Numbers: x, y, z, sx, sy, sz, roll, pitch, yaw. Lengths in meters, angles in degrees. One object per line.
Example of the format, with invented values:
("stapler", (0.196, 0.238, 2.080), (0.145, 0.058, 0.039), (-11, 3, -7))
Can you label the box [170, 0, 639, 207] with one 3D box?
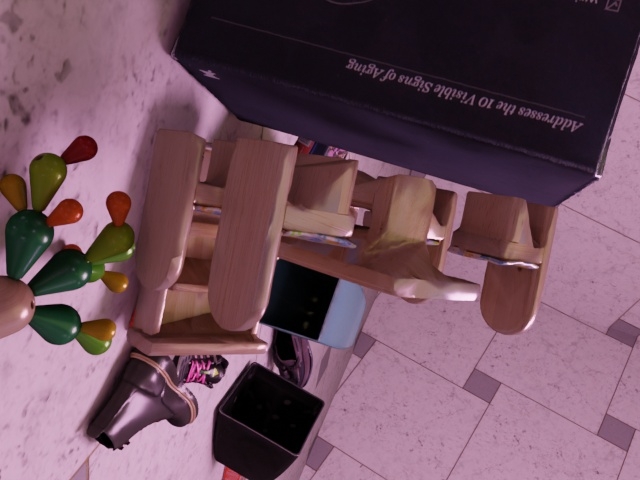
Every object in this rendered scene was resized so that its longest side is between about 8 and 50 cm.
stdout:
("box", (0.145, -0.340, 0.860), (0.297, 0.479, 0.472), (35, 73, -80))

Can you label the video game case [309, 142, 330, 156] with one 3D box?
("video game case", (-0.058, -0.061, 1.163), (0.196, 0.026, 0.274), (-62, -172, -8))

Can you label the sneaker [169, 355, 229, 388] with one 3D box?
("sneaker", (-0.192, 0.201, 1.107), (0.170, 0.074, 0.063), (18, 90, -79))

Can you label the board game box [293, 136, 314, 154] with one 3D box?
("board game box", (-0.086, -0.052, 1.109), (0.145, 0.027, 0.281), (-64, -173, -32))

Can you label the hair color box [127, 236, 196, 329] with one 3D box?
("hair color box", (-0.191, 0.048, 0.938), (0.093, 0.053, 0.167), (25, 82, -78))

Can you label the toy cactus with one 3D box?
("toy cactus", (-0.244, 0.028, 0.604), (0.180, 0.112, 0.219), (-36, 149, -40))

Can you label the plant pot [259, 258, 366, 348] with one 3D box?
("plant pot", (0.002, 0.150, 1.558), (0.234, 0.165, 0.166), (38, 69, -58))

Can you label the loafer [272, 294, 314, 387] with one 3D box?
("loafer", (-0.081, 0.251, 1.711), (0.095, 0.109, 0.303), (-30, 133, -47))

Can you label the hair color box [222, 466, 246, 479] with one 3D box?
("hair color box", (-0.197, 0.533, 1.677), (0.072, 0.043, 0.141), (-50, 156, -65))

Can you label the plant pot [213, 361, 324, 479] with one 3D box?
("plant pot", (-0.126, 0.413, 1.519), (0.167, 0.188, 0.187), (-65, 174, 30))

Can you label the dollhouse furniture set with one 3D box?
("dollhouse furniture set", (-0.029, 0.040, 0.750), (0.362, 0.394, 0.257), (7, 96, -41))

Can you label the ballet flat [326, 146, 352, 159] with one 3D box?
("ballet flat", (0.036, -0.142, 1.669), (0.077, 0.079, 0.222), (-48, 154, -66))

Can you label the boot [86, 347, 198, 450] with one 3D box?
("boot", (-0.246, 0.243, 0.960), (0.137, 0.076, 0.198), (-60, 151, -32))
